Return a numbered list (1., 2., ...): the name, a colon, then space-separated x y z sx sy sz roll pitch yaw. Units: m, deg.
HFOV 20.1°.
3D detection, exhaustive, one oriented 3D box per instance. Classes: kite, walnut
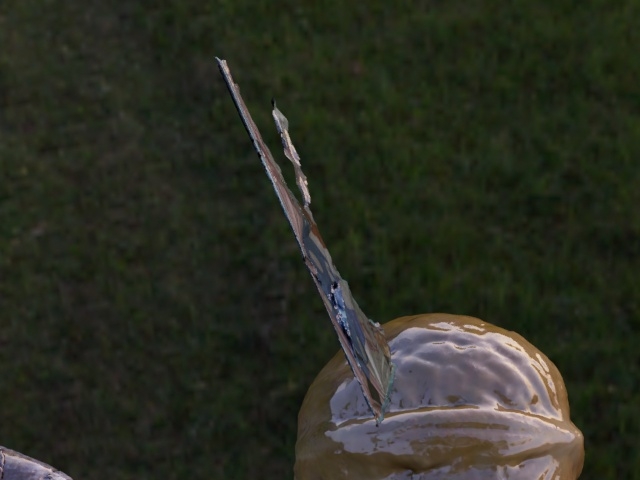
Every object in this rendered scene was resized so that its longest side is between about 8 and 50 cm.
1. kite: 0.000 0.000 1.188 0.011 0.335 0.314 -23 45 5
2. walnut: 0.129 0.232 1.960 0.332 0.333 0.333 -2 43 2

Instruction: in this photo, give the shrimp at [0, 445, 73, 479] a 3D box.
1. shrimp: -0.433 0.314 2.234 0.343 0.116 0.145 19 91 26
